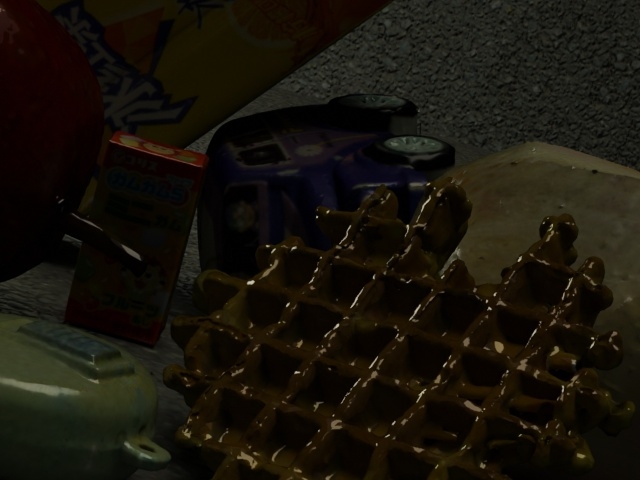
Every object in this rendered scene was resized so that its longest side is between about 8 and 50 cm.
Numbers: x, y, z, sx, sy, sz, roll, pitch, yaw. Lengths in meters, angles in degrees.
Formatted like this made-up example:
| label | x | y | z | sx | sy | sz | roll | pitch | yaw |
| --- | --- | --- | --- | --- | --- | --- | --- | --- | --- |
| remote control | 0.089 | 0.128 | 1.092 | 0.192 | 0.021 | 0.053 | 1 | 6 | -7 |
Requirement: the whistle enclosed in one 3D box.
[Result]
| label | x | y | z | sx | sy | sz | roll | pitch | yaw |
| --- | --- | --- | --- | --- | --- | --- | --- | --- | --- |
| whistle | -0.178 | 0.055 | 0.840 | 0.258 | 0.067 | 0.126 | 19 | 9 | 25 |

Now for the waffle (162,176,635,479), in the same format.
| label | x | y | z | sx | sy | sz | roll | pitch | yaw |
| --- | --- | --- | --- | --- | --- | --- | --- | --- | --- |
| waffle | 0.035 | 0.060 | 0.871 | 0.229 | 0.051 | 0.231 | -14 | 40 | 1 |

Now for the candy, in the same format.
| label | x | y | z | sx | sy | sz | roll | pitch | yaw |
| --- | --- | --- | --- | --- | --- | --- | --- | --- | --- |
| candy | -0.114 | -0.001 | 1.081 | 0.062 | 0.122 | 0.038 | 16 | 14 | -2 |

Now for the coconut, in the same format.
| label | x | y | z | sx | sy | sz | roll | pitch | yaw |
| --- | --- | --- | --- | --- | --- | --- | --- | --- | --- |
| coconut | 0.159 | 0.053 | 1.016 | 0.237 | 0.197 | 0.237 | 20 | 2 | -1 |

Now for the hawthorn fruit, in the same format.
| label | x | y | z | sx | sy | sz | roll | pitch | yaw |
| --- | --- | --- | --- | --- | --- | --- | --- | --- | --- |
| hawthorn fruit | -0.211 | -0.060 | 1.002 | 0.266 | 0.210 | 0.230 | 25 | -21 | 5 |

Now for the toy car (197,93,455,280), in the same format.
| label | x | y | z | sx | sy | sz | roll | pitch | yaw |
| --- | --- | --- | --- | --- | --- | --- | --- | --- | --- |
| toy car | 0.000 | 0.000 | 1.195 | 0.158 | 0.172 | 0.235 | -3 | 17 | -12 |

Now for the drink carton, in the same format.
| label | x | y | z | sx | sy | sz | roll | pitch | yaw |
| --- | --- | --- | --- | --- | --- | --- | --- | --- | --- |
| drink carton | -0.102 | -0.154 | 1.225 | 0.154 | 0.351 | 0.111 | 55 | 10 | -6 |
